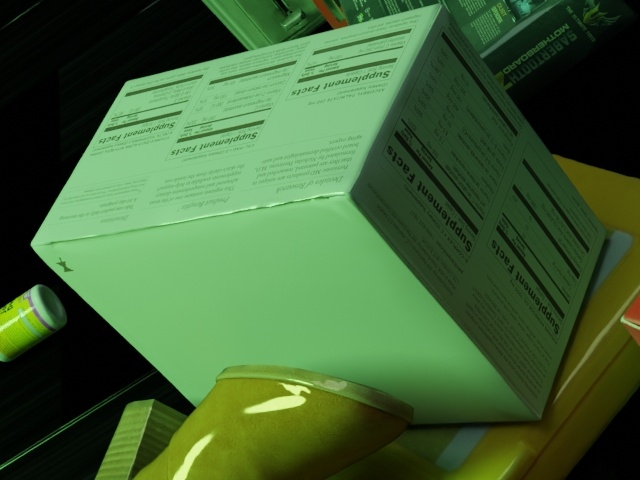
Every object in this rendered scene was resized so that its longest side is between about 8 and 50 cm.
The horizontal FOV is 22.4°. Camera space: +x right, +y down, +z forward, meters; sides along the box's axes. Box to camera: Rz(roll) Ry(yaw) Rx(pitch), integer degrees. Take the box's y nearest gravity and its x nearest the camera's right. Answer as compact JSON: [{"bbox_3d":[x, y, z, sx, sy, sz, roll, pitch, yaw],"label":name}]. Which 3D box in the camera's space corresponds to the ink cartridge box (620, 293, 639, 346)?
[{"bbox_3d":[0.247,0.038,0.836,0.231,0.134,0.078,-50,34,-15],"label":"ink cartridge box"}]

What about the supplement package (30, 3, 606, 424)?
[{"bbox_3d":[0.000,0.000,0.982,0.262,0.204,0.145,-7,46,42],"label":"supplement package"}]

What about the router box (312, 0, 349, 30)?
[{"bbox_3d":[0.167,-0.345,1.423,0.301,0.082,0.335,-9,44,39],"label":"router box"}]

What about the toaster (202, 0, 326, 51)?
[{"bbox_3d":[-0.063,-0.275,1.514,0.129,0.146,0.227,-34,34,9],"label":"toaster"}]

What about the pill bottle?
[{"bbox_3d":[-0.263,0.076,1.396,0.083,0.043,0.043,-33,33,12],"label":"pill bottle"}]

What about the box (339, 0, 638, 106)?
[{"bbox_3d":[0.111,-0.186,1.193,0.183,0.059,0.233,-37,39,16],"label":"box"}]

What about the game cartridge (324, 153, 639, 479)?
[{"bbox_3d":[0.072,0.076,1.048,0.324,0.053,0.285,-48,33,-13],"label":"game cartridge"}]

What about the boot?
[{"bbox_3d":[-0.065,0.192,0.949,0.295,0.104,0.211,-18,52,52],"label":"boot"}]
